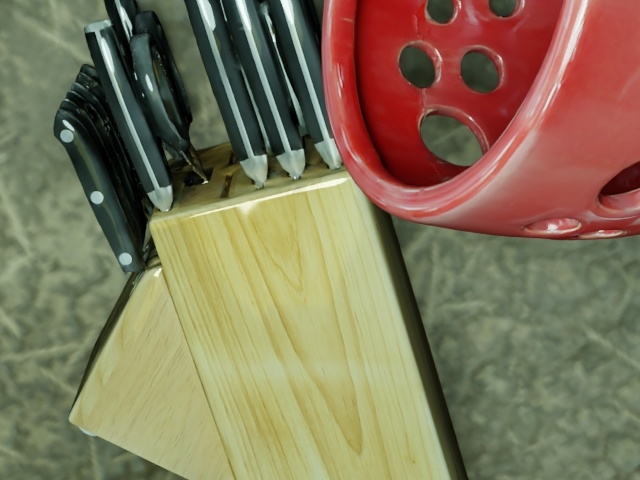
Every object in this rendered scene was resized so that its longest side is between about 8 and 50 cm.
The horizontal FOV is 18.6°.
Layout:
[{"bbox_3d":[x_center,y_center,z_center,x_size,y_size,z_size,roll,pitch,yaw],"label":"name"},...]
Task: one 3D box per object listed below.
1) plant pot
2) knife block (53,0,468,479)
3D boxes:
[{"bbox_3d":[0.118,-0.089,0.769,0.174,0.191,0.191,9,114,-26],"label":"plant pot"},{"bbox_3d":[0.000,0.000,0.879,0.275,0.088,0.242,28,111,-8],"label":"knife block"}]
